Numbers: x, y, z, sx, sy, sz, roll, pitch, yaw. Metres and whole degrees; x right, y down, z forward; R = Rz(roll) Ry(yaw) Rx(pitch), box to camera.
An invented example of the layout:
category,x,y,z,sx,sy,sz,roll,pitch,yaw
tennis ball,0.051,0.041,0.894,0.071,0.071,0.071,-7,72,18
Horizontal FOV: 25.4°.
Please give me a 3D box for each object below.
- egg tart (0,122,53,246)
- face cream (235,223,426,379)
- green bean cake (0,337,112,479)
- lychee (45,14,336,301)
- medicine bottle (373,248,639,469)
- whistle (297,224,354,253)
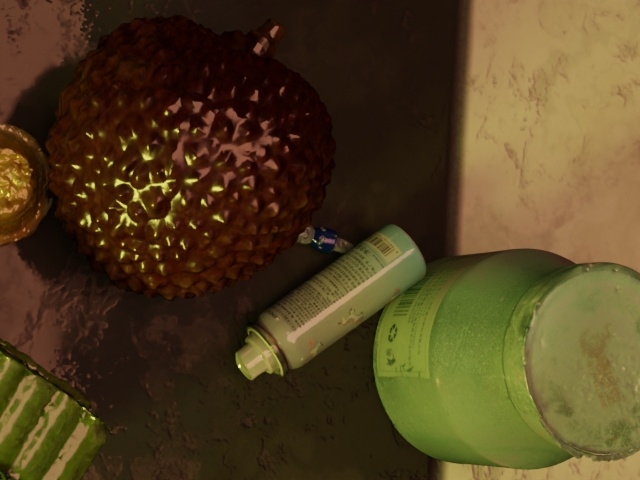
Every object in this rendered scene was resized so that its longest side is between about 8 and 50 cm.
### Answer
category,x,y,z,sx,sy,sz,roll,pitch,yaw
egg tart,-0.324,-0.057,1.407,0.129,0.049,0.128,2,85,-25
face cream,0.006,0.072,1.540,0.229,0.075,0.075,-34,102,-17
green bean cake,-0.317,0.147,1.313,0.214,0.200,0.113,42,74,-29
lychee,-0.124,-0.086,1.393,0.276,0.276,0.304,32,86,-21
medicine bottle,0.224,0.130,1.529,0.245,0.290,0.245,1,87,-25
whistle,0.000,0.000,1.571,0.083,0.029,0.033,17,55,-21
